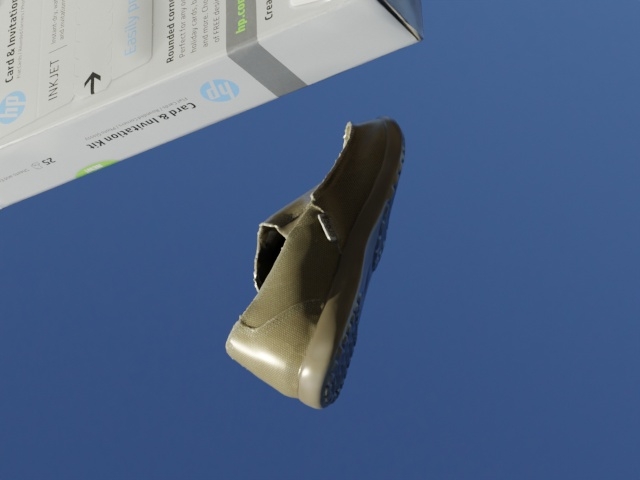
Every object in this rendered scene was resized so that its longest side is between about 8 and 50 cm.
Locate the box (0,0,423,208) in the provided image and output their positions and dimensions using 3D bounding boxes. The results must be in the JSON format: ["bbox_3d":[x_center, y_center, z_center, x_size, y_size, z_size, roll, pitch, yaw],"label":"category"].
[{"bbox_3d":[-0.055,-0.106,0.585,0.186,0.038,0.145,-19,-124,26],"label":"box"}]

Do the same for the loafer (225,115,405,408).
[{"bbox_3d":[0.000,0.000,0.650,0.050,0.056,0.148,15,-135,4],"label":"loafer"}]
